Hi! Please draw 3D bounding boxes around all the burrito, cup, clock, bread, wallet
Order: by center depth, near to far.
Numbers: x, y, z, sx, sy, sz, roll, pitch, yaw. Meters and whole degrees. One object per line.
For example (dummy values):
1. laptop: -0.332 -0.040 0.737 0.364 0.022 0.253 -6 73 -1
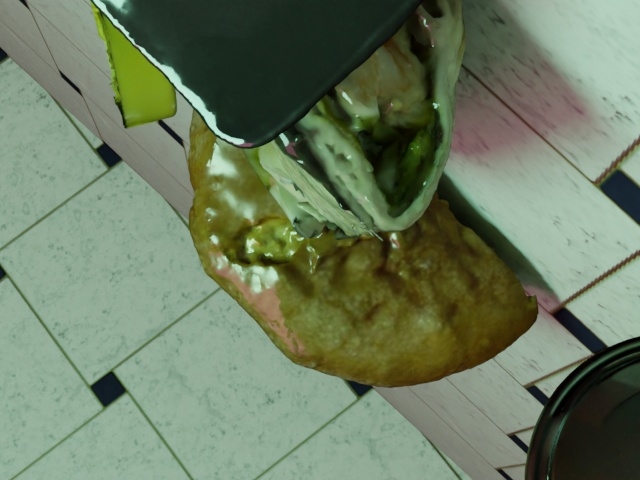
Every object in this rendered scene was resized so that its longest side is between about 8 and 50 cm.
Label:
1. wallet: -0.103 -0.229 0.660 0.377 0.197 0.051 46 -156 -4
2. clock: -0.125 -0.212 0.859 0.293 0.071 0.277 175 82 -84
3. burrito: -0.002 -0.103 0.886 0.190 0.135 0.332 48 174 -5
4. cup: 0.241 0.172 0.947 0.196 0.196 0.279 42 177 14
5. bread: 0.000 0.000 1.146 0.340 0.179 0.194 44 177 -7
